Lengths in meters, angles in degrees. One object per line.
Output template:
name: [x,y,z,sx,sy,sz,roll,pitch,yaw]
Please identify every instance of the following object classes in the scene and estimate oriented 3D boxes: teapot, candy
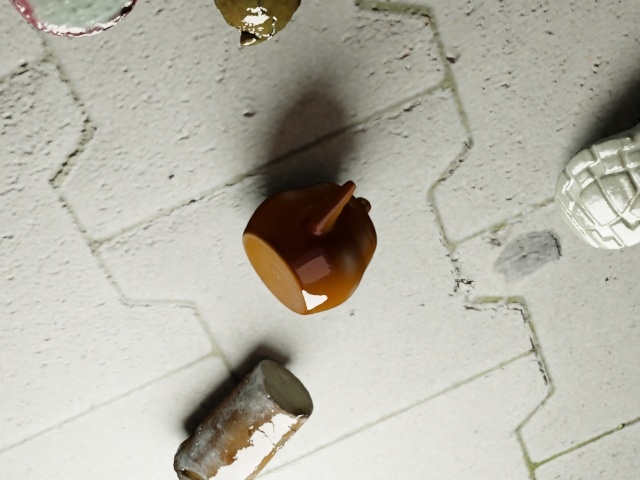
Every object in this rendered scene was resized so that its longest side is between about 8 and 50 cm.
teapot: [0.000,0.000,1.255,0.116,0.116,0.173,-12,158,-11]
candy: [-0.177,-0.196,1.057,0.103,0.043,0.103,-11,131,-13]

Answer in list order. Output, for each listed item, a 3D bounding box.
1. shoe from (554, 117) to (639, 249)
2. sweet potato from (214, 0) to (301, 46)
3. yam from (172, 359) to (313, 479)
shoe: [0.313,-0.084,1.317,0.227,0.125,0.099,-33,99,39]
sweet potato: [-0.060,-0.263,1.028,0.075,0.075,0.273,-16,129,-7]
yam: [-0.074,0.186,1.392,0.079,0.079,0.141,30,111,-37]
